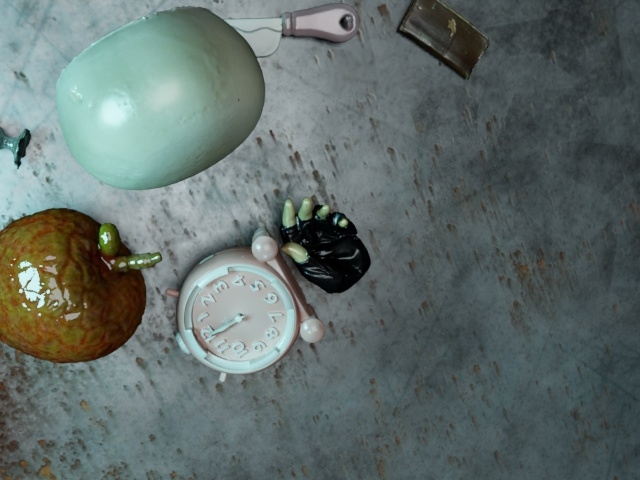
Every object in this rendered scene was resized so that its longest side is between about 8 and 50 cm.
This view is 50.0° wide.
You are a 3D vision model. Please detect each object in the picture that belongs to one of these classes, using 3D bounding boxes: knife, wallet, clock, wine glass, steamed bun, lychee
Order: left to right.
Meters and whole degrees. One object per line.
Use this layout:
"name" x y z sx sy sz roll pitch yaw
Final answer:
"wine glass" -0.550 -0.169 1.091 0.155 0.072 0.072 17 92 -18
"lychee" -0.392 0.071 1.077 0.299 0.255 0.255 -21 106 26
"steamed bun" -0.231 -0.199 1.051 0.324 0.324 0.206 -30 94 -11
"clock" -0.146 0.124 1.228 0.241 0.142 0.227 -31 102 -1
"knife" -0.094 -0.372 1.231 0.335 0.043 0.081 -9 106 -10
"wallet" 0.240 -0.398 1.329 0.176 0.026 0.095 28 94 -18

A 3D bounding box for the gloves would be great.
"gloves" 0.000 0.000 1.255 0.203 0.124 0.164 52 50 -13
